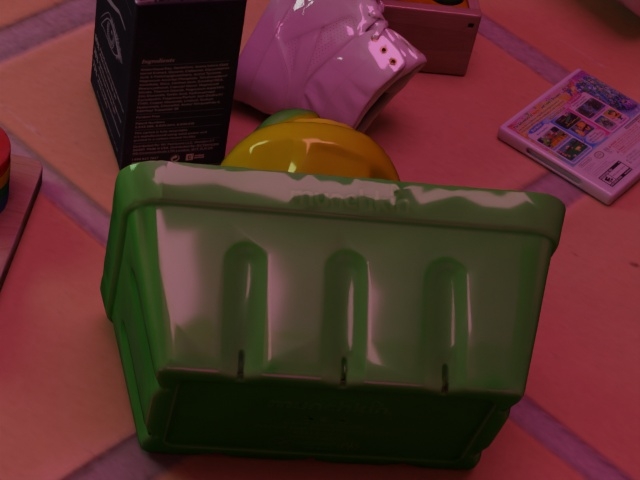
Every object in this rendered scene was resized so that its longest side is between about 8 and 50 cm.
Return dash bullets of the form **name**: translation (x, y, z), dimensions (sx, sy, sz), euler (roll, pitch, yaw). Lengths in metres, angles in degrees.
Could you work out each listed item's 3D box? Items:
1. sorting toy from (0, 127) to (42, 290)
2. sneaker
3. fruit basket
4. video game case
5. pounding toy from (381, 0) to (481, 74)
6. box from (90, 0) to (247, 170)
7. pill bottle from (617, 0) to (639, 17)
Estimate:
- **sorting toy**: translation (-0.398, -0.033, 1.551), dimensions (0.257, 0.089, 0.255), euler (11, 42, -1)
- **sneaker**: translation (0.046, -0.238, 1.789), dimensions (0.169, 0.292, 0.108), euler (28, 1, 10)
- **fruit basket**: translation (0.000, 0.000, 1.507), dimensions (0.392, 0.283, 0.392), euler (5, 60, -9)
- **video game case**: translation (0.287, -0.112, 1.855), dimensions (0.143, 0.019, 0.157), euler (34, 47, 22)
- **pounding toy**: translation (0.058, -0.280, 1.926), dimensions (0.206, 0.094, 0.181), euler (5, 43, -9)
- **box**: translation (-0.150, -0.192, 1.695), dimensions (0.108, 0.207, 0.153), euler (-5, 45, -18)
- **pill bottle**: translation (0.317, -0.453, 2.075), dimensions (0.229, 0.229, 0.407), euler (-22, 52, -32)
